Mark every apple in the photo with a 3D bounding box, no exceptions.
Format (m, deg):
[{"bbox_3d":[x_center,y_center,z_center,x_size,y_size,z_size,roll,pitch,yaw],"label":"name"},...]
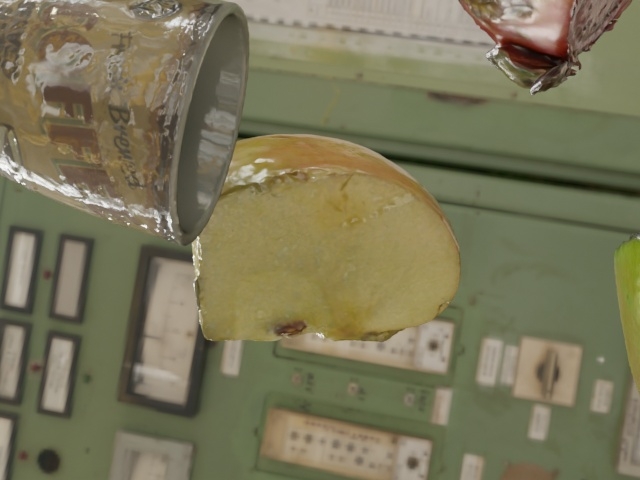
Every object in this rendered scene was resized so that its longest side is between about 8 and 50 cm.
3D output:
[{"bbox_3d":[0.000,0.000,1.139,0.314,0.308,0.252,139,124,-79],"label":"apple"}]

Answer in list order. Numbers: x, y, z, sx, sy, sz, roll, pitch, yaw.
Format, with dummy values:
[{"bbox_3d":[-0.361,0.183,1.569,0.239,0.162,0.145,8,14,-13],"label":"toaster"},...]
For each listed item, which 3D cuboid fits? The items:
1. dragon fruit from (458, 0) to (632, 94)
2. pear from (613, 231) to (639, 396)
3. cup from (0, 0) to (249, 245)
[{"bbox_3d":[0.154,-0.319,0.766,0.314,0.262,0.296,-50,-23,-24],"label":"dragon fruit"},{"bbox_3d":[0.416,0.122,0.803,0.399,0.398,0.165,44,-121,-79],"label":"pear"},{"bbox_3d":[-0.206,-0.170,0.884,0.227,0.256,0.301,-61,-14,-79],"label":"cup"}]
